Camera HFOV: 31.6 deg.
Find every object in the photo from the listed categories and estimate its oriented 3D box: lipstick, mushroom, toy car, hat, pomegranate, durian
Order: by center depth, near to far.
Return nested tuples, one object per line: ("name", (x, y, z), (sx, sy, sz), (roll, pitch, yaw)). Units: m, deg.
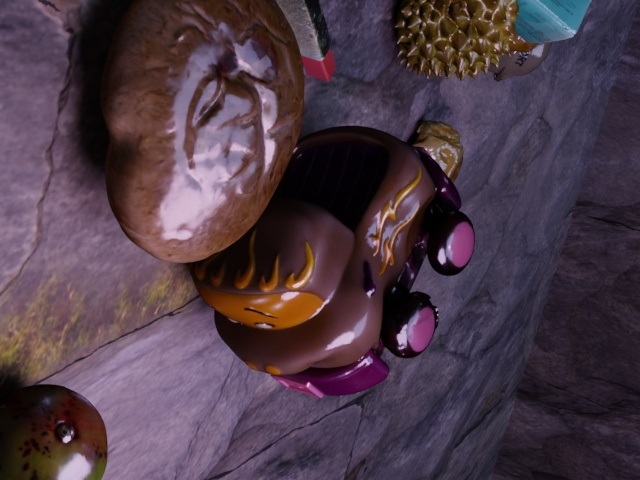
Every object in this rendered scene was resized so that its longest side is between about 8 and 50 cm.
("pomegranate", (-0.256, 0.189, 1.015), (0.130, 0.130, 0.130), (-51, 152, -40))
("mushroom", (-0.106, -0.120, 1.041), (0.278, 0.146, 0.278), (-38, 136, -49))
("lipstick", (-0.028, -0.266, 1.234), (0.051, 0.051, 0.312), (-64, 160, -19))
("toy car", (0.000, 0.000, 1.318), (0.240, 0.271, 0.341), (45, 63, -45))
("durian", (0.186, -0.340, 1.567), (0.167, 0.172, 0.306), (-83, 166, -47))
("hat", (0.365, -0.350, 2.072), (0.175, 0.085, 0.147), (-21, 129, -65))

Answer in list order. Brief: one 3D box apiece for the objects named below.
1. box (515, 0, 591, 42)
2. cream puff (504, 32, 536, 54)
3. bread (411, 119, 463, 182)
("box", (0.344, -0.485, 1.724), (0.205, 0.118, 0.311), (31, 77, -30))
("cream puff", (0.314, -0.387, 1.872), (0.150, 0.115, 0.165), (-53, 146, -50))
("bread", (0.159, -0.083, 1.823), (0.232, 0.088, 0.128), (-61, 150, -9))
